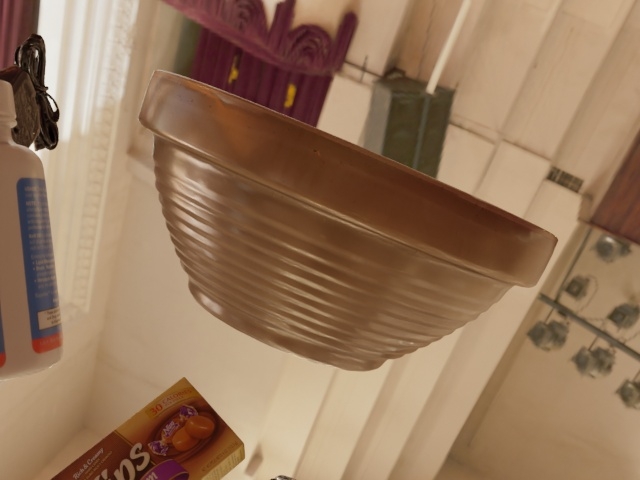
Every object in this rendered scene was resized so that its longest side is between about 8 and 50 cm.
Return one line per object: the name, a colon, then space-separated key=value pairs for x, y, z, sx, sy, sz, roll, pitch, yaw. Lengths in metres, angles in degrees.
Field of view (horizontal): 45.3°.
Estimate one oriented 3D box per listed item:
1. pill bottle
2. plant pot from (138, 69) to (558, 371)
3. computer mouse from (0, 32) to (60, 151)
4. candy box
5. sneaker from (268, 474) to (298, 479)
pill bottle: x=-0.270 y=-0.007 z=0.585 sx=0.124 sy=0.221 sz=0.124 roll=-5 pitch=-178 yaw=0
plant pot: x=0.000 y=0.000 z=0.433 sx=0.237 sy=0.109 sz=0.237 roll=22 pitch=-176 yaw=-2
computer mouse: x=-0.453 y=-0.165 z=1.084 sx=0.072 sy=0.188 sz=0.272 roll=4 pitch=-146 yaw=0
candy box: x=-0.187 y=0.249 z=0.828 sx=0.187 sy=0.053 sz=0.109 roll=-36 pitch=-116 yaw=-25
sneaker: x=-0.023 y=0.371 z=1.073 sx=0.132 sy=0.228 sz=0.086 roll=20 pitch=-115 yaw=2
